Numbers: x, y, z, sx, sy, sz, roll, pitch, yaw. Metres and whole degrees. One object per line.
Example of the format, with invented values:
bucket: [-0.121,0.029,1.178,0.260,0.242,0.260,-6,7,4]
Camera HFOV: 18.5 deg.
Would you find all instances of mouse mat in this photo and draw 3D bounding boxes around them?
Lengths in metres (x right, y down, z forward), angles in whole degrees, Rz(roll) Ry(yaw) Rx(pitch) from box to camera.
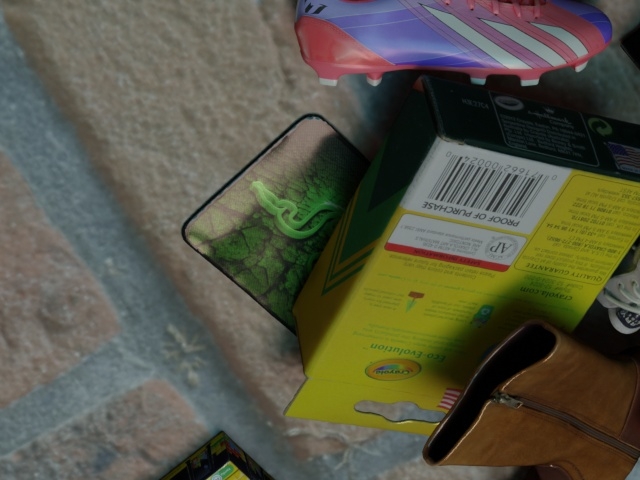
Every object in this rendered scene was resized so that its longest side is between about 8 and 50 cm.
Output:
mouse mat: [0.000,0.000,1.603,0.152,0.007,0.190,-42,120,12]

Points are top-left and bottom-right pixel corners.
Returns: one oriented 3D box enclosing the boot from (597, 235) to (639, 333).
boot: [0.277,0.033,1.537,0.095,0.258,0.123,28,114,-12]

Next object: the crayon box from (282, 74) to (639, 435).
crayon box: [0.110,0.026,1.565,0.202,0.081,0.318,11,131,-22]

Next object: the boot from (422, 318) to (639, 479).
boot: [0.176,0.188,1.615,0.264,0.096,0.280,-48,150,20]

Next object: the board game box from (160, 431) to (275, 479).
board game box: [-0.103,0.268,1.709,0.170,0.048,0.141,-39,119,11]

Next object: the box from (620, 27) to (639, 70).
box: [0.399,-0.161,1.543,0.261,0.103,0.184,-39,118,10]

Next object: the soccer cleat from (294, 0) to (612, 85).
soccer cleat: [0.103,-0.171,1.488,0.248,0.083,0.095,-4,115,-7]
